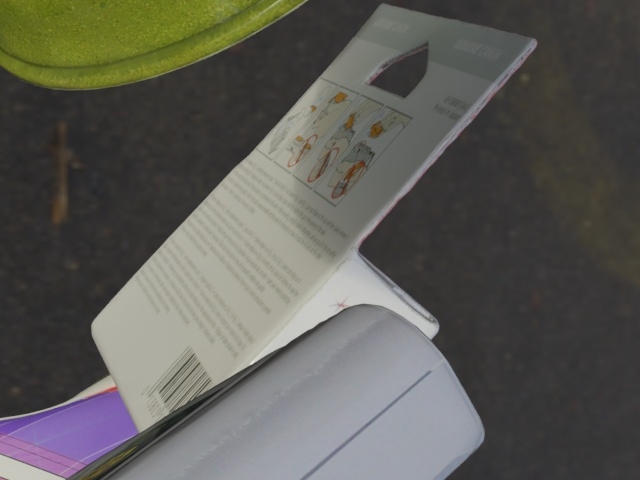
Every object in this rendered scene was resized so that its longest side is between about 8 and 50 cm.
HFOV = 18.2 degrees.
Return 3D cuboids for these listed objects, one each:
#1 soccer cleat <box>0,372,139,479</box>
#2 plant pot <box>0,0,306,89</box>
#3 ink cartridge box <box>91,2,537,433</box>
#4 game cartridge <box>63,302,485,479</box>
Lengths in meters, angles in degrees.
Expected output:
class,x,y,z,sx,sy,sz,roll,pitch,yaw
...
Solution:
class,x,y,z,sx,sy,sz,roll,pitch,yaw
soccer cleat,-0.162,0.155,1.111,0.116,0.318,0.108,-103,171,-58
plant pot,-0.145,-0.335,1.089,0.353,0.367,0.366,50,52,-37
ink cartridge box,0.000,0.000,0.955,0.060,0.275,0.239,43,89,-16
game cartridge,-0.094,0.115,0.556,0.196,0.294,0.060,-29,87,-47
